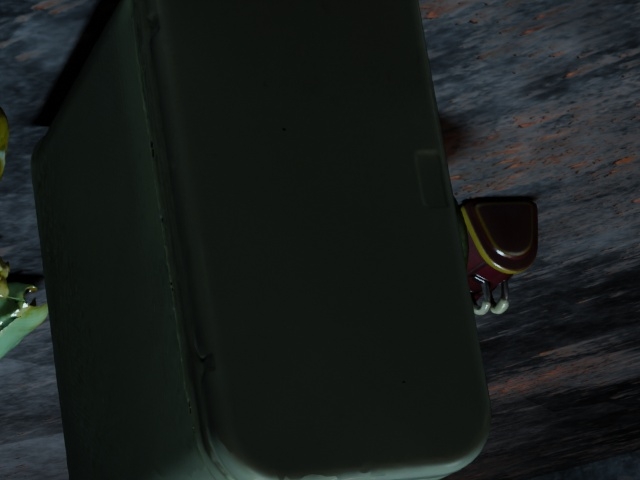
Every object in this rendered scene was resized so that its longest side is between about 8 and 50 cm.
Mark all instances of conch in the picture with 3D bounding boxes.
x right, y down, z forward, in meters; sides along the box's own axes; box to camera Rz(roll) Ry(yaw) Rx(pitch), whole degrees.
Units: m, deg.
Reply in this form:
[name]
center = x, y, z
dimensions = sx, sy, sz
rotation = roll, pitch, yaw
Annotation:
[conch]
center = -0.316, 0.086, 1.763
dimensions = 0.170, 0.079, 0.106
rotation = -26, 173, 23

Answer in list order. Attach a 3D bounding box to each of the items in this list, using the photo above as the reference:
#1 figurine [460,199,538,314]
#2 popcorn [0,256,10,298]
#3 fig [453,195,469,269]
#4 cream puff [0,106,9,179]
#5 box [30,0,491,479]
[figurine]
center = 0.150, 0.029, 1.816
dimensions = 0.082, 0.098, 0.154
rotation = -6, 160, -29
[popcorn]
center = -0.306, 0.029, 1.605
dimensions = 0.082, 0.057, 0.083
rotation = -17, 165, 22
[fig]
center = 0.000, 0.000, 1.597
dimensions = 0.203, 0.203, 0.235
rotation = 1, -161, -34
[cream puff]
center = -0.278, -0.066, 1.220
dimensions = 0.156, 0.121, 0.156
rotation = 13, 153, 7
[box]
center = -0.063, 0.017, 1.235
dimensions = 0.177, 0.351, 0.344
rotation = -3, 164, -24
